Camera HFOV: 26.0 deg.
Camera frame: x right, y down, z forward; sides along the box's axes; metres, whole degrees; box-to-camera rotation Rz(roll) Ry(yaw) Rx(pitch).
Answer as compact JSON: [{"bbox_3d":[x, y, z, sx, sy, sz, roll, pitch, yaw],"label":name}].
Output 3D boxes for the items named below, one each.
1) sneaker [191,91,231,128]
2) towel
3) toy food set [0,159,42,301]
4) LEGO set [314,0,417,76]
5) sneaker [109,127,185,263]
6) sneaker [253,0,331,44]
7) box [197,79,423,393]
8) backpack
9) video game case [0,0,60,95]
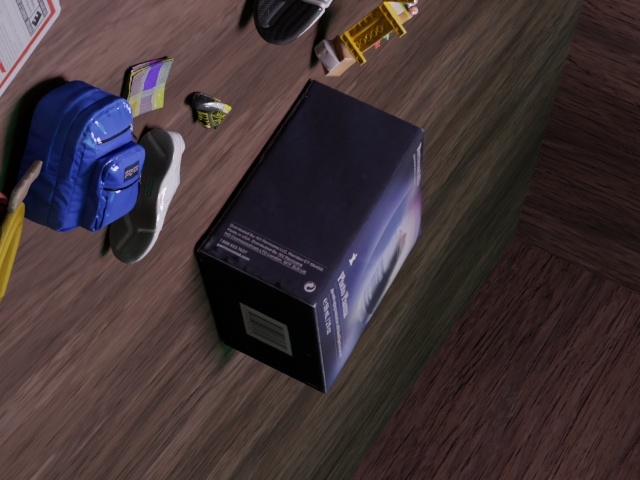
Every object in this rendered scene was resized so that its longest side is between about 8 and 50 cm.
[{"bbox_3d":[-0.122,-0.140,1.532,0.035,0.031,0.083,-65,164,5],"label":"sneaker"},{"bbox_3d":[-0.175,-0.151,1.389,0.083,0.009,0.060,-33,145,-61],"label":"towel"},{"bbox_3d":[-0.303,0.023,1.172,0.128,0.071,0.218,-87,-163,-66],"label":"toy food set"},{"bbox_3d":[0.087,-0.320,1.720,0.107,0.132,0.287,-40,151,-41],"label":"LEGO set"},{"bbox_3d":[-0.176,-0.045,1.470,0.152,0.053,0.061,-68,166,12],"label":"sneaker"},{"bbox_3d":[0.005,-0.316,1.575,0.229,0.086,0.132,-65,166,0],"label":"sneaker"},{"bbox_3d":[0.000,0.000,1.867,0.294,0.182,0.296,-59,164,-22],"label":"box"},{"bbox_3d":[-0.209,-0.077,1.237,0.098,0.101,0.120,-49,156,-61],"label":"backpack"},{"bbox_3d":[-0.270,-0.106,0.887,0.285,0.025,0.204,-60,165,-23],"label":"video game case"}]
